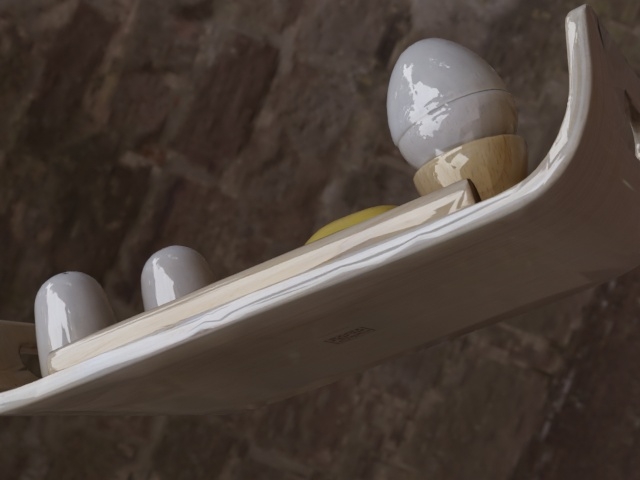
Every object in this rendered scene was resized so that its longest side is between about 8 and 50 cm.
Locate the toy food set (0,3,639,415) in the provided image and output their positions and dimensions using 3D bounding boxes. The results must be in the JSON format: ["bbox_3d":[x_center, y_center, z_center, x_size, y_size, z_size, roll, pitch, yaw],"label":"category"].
[{"bbox_3d":[0.000,0.000,0.603,0.219,0.306,0.092,18,-128,-67],"label":"toy food set"}]
